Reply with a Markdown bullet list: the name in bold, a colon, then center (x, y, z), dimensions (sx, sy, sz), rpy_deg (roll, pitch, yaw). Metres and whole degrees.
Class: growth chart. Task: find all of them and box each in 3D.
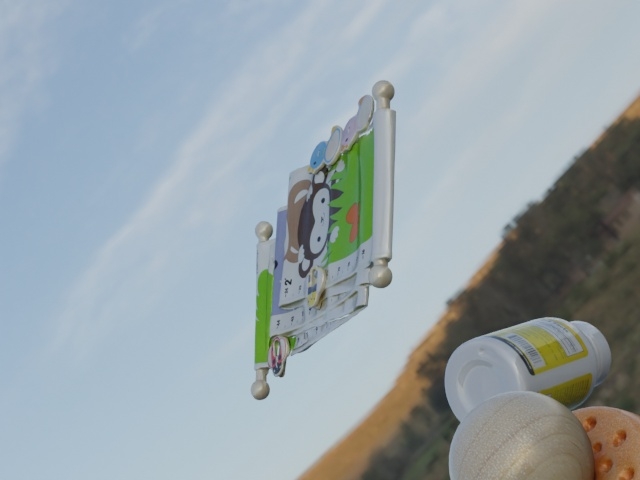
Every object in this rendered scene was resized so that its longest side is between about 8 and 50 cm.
- **growth chart**: center (0.000, 0.000, 0.983), dimensions (0.021, 0.172, 0.237), rpy_deg (10, -29, -23)

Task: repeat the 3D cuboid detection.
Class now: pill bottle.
- **pill bottle**: center (0.139, 0.085, 0.869), dimensions (0.116, 0.065, 0.065), rpy_deg (-10, -35, -46)

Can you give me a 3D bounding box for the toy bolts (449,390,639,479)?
- **toy bolts**: center (0.062, 0.187, 0.579), dimensions (0.218, 0.158, 0.228), rpy_deg (-25, 34, 47)
